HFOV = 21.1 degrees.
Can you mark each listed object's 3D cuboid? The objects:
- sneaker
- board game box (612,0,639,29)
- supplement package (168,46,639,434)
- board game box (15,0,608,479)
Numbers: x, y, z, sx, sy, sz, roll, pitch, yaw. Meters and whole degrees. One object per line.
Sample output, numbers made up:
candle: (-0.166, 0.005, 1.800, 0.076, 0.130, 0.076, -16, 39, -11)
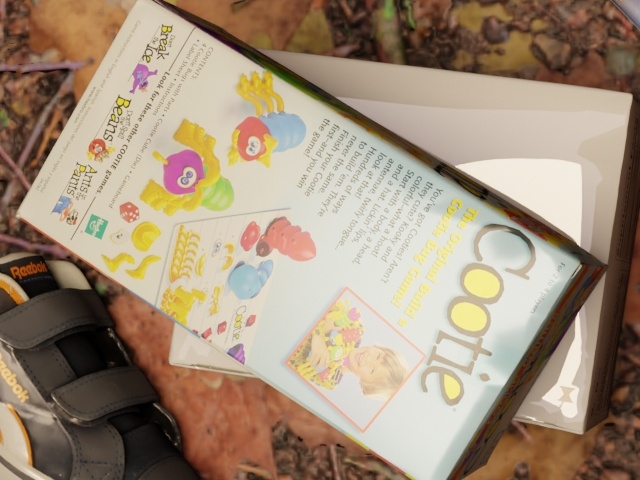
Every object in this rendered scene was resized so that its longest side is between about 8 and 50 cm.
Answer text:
sneaker: (-0.188, 0.090, 1.163, 0.321, 0.126, 0.127, 32, 102, 15)
board game box: (0.276, -0.194, 1.082, 0.194, 0.060, 0.194, -43, 77, 10)
supplement package: (0.061, -0.003, 1.089, 0.262, 0.145, 0.204, 9, 91, 14)
board game box: (0.000, 0.000, 0.956, 0.275, 0.142, 0.144, 33, 97, 14)
